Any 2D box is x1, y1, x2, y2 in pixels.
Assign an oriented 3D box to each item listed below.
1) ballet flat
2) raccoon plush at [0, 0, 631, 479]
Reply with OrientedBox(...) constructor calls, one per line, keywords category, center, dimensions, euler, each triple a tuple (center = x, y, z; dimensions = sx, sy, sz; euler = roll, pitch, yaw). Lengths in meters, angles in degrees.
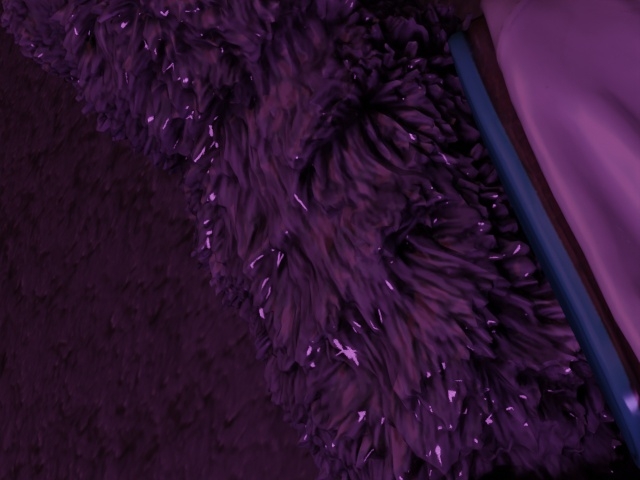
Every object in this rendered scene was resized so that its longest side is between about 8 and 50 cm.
OrientedBox(category="ballet flat", center=(0.154, 0.071, 0.432), dimensions=(0.139, 0.139, 0.400), euler=(-41, 56, 44))
OrientedBox(category="raccoon plush", center=(0.000, 0.000, 0.563), dimensions=(0.216, 0.299, 0.446), euler=(-50, 24, 28))
